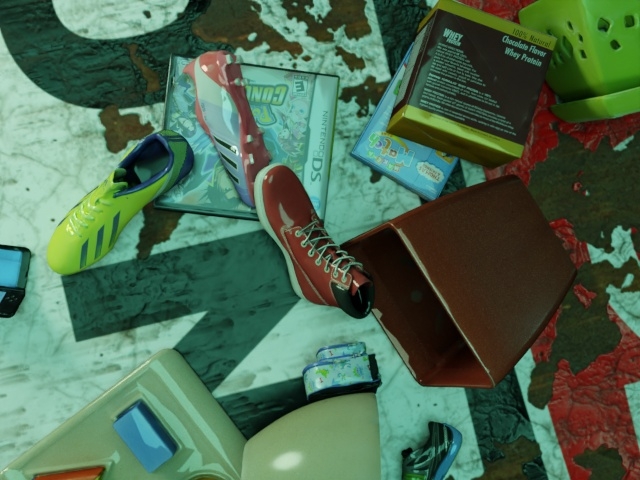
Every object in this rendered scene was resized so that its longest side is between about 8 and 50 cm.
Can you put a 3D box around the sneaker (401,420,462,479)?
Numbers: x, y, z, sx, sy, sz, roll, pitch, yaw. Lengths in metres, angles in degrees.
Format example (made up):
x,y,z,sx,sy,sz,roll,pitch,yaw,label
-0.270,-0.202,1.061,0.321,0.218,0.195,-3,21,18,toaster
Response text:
x,y,z,sx,sy,sz,roll,pitch,yaw,label
0.156,0.375,1.363,0.078,0.067,0.188,30,86,17,sneaker

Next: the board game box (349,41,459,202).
x,y,z,sx,sy,sz,roll,pitch,yaw,label
0.167,-0.192,1.391,0.160,0.039,0.211,30,83,-5,board game box

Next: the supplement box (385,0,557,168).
x,y,z,sx,sy,sz,roll,pitch,yaw,label
0.230,-0.238,1.315,0.191,0.129,0.194,18,85,-6,supplement box

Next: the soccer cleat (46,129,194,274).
x,y,z,sx,sy,sz,roll,pitch,yaw,label
-0.314,-0.061,1.272,0.289,0.121,0.093,-41,79,5,soccer cleat

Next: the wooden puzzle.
x,y,z,sx,sy,sz,roll,pitch,yaw,label
-0.273,0.391,1.297,0.348,0.080,0.322,-37,92,-7,wooden puzzle

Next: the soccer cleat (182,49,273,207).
x,y,z,sx,sy,sz,roll,pitch,yaw,label
-0.141,-0.169,1.310,0.095,0.083,0.248,-12,95,25,soccer cleat

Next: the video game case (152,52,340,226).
x,y,z,sx,sy,sz,roll,pitch,yaw,label
-0.116,-0.157,1.359,0.274,0.035,0.248,6,87,-6,video game case

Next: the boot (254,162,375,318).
x,y,z,sx,sy,sz,roll,pitch,yaw,label
0.000,0.000,1.258,0.088,0.176,0.244,-34,116,-23,boot

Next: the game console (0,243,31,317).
x,y,z,sx,sy,sz,roll,pitch,yaw,label
-0.514,0.058,1.289,0.122,0.107,0.071,7,115,-6,game console

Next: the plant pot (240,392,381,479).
x,y,z,sx,sy,sz,roll,pitch,yaw,label
-0.017,0.362,1.232,0.190,0.284,0.284,1,88,-1,plant pot

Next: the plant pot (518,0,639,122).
x,y,z,sx,sy,sz,roll,pitch,yaw,label
0.475,-0.305,1.345,0.228,0.227,0.207,-15,96,-8,plant pot

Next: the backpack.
x,y,z,sx,sy,sz,roll,pitch,yaw,label
0.029,0.209,1.330,0.114,0.105,0.084,-10,66,-8,backpack

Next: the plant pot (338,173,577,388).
x,y,z,sx,sy,sz,roll,pitch,yaw,label
0.218,0.046,1.291,0.235,0.267,0.267,-34,92,-19,plant pot
